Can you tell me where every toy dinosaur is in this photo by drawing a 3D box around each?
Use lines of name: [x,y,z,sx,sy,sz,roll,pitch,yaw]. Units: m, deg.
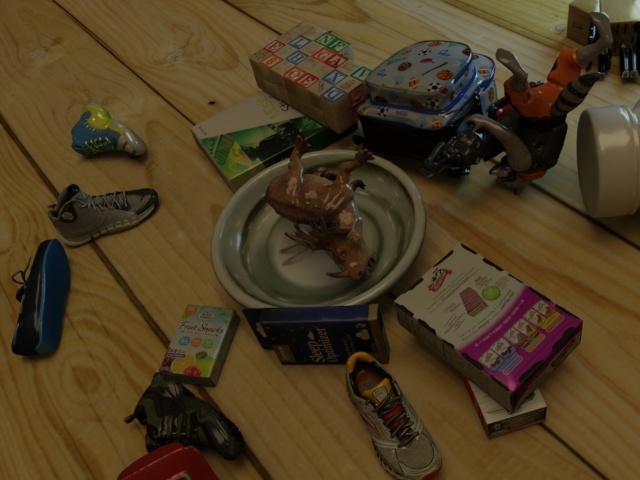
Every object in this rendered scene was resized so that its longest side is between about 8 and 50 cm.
toy dinosaur: [-0.018,-0.062,1.159,0.295,0.127,0.200,21,66,36]

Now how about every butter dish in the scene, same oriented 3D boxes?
butter dish: [-0.230,0.366,0.987,0.160,0.160,0.118,-27,26,-7]

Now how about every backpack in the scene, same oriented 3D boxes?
backpack: [0.230,-0.289,1.363,0.276,0.213,0.263,23,50,34]

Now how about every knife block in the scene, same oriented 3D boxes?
knife block: [0.675,-0.467,1.455,0.275,0.088,0.242,-32,51,-12]

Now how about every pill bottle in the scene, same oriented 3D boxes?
pill bottle: [0.646,-0.147,1.102,0.392,0.224,0.224,-5,50,11]

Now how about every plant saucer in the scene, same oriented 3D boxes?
plant saucer: [0.000,0.000,1.242,0.400,0.100,0.400,-8,49,10]

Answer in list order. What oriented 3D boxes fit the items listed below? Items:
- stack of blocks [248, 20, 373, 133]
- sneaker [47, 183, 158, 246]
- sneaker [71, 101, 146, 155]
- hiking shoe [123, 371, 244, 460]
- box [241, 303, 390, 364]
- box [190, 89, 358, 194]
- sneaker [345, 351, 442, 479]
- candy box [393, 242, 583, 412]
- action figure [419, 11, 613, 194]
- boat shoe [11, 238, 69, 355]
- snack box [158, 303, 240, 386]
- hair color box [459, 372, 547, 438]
stack of blocks: [0.000,-0.370,1.490,0.171,0.087,0.297,-38,51,-18]
sneaker: [-0.469,-0.078,1.418,0.228,0.132,0.086,-26,49,-6]
sneaker: [-0.522,-0.238,1.616,0.240,0.091,0.126,37,86,36]
hiking shoe: [-0.217,0.307,1.068,0.227,0.086,0.114,22,69,40]
box: [-0.008,0.156,1.088,0.225,0.136,0.036,-2,51,14]
box: [-0.109,-0.255,1.517,0.322,0.058,0.232,-31,49,-11]
sneaker: [0.097,0.261,0.998,0.088,0.093,0.225,-31,50,-11]
candy box: [0.250,0.124,1.015,0.159,0.071,0.233,-38,51,-17]
action figure: [0.349,-0.194,1.161,0.341,0.330,0.178,-35,61,-18]
boat shoe: [-0.563,0.103,1.311,0.089,0.109,0.258,-15,46,8]
snack box: [-0.214,0.184,1.188,0.100,0.037,0.141,4,52,18]
hair color box: [0.267,0.207,1.023,0.093,0.053,0.167,-17,46,0]
